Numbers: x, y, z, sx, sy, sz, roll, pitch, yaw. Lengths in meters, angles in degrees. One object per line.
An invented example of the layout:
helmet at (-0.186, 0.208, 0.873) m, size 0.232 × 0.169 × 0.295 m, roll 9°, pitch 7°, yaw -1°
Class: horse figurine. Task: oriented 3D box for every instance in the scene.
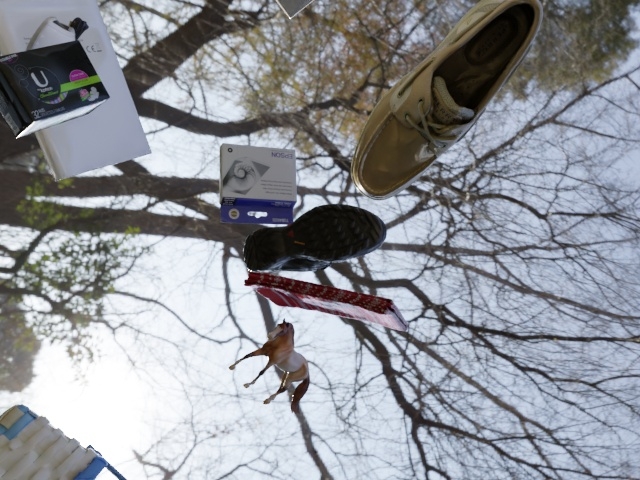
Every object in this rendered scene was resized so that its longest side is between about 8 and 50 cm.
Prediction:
horse figurine at (-0.094, 0.306, 1.226) m, size 0.174 × 0.263 × 0.066 m, roll -40°, pitch -143°, yaw -8°

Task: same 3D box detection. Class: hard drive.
hard drive at (-0.459, -0.287, 0.964) m, size 0.040 × 0.203 × 0.307 m, roll -5°, pitch -72°, yaw 38°

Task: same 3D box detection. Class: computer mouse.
computer mouse at (-0.389, -0.287, 0.768) m, size 0.106 × 0.042 × 0.193 m, roll -53°, pitch -156°, yaw 6°

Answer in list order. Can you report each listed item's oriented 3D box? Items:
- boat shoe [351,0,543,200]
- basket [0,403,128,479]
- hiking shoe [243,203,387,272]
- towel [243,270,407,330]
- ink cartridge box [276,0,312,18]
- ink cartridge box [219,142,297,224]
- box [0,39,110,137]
boat shoe at (0.143, -0.166, 0.629) m, size 0.302 × 0.109 × 0.098 m, roll -48°, pitch -170°, yaw 21°
basket at (-0.371, 0.376, 0.662) m, size 0.289 × 0.255 × 0.201 m, roll 49°, pitch -41°, yaw 2°
hiking shoe at (0.000, 0.000, 0.779) m, size 0.227 × 0.114 × 0.086 m, roll -10°, pitch -99°, yaw 26°
towel at (0.014, 0.117, 0.949) m, size 0.275 × 0.199 × 0.031 m, roll 10°, pitch -106°, yaw 20°
ink cartridge box at (0.024, -0.389, 0.528) m, size 0.233 × 0.171 × 0.168 m, roll -19°, pitch -151°, yaw 41°
ink cartridge box at (-0.177, -0.160, 1.473) m, size 0.045 × 0.223 × 0.223 m, roll 155°, pitch -66°, yaw -67°
box at (-0.260, -0.145, 0.489) m, size 0.052 × 0.083 × 0.062 m, roll -13°, pitch -70°, yaw 42°
